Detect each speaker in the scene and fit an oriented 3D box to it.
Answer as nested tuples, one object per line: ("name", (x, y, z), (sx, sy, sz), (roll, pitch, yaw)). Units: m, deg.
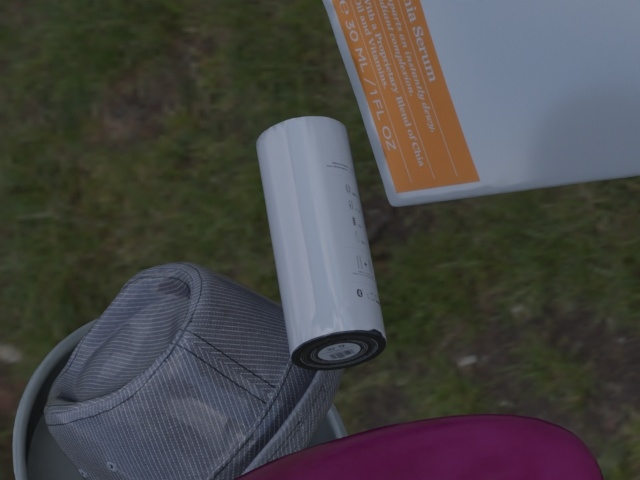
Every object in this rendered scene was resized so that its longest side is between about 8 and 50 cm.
("speaker", (0.000, 0.000, 1.065), (0.055, 0.055, 0.136), (-30, 59, 36))

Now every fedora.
("fedora", (-0.101, 0.102, 1.268), (0.124, 0.243, 0.275), (38, 161, -15))

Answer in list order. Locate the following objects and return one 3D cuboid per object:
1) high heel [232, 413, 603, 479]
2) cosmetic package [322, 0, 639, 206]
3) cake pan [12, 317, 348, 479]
("high heel", (-0.054, 0.153, 0.595), (0.127, 0.377, 0.181), (56, 165, 10))
("cosmetic package", (0.210, -0.171, 1.575), (0.453, 0.161, 0.230), (-8, 104, 56))
("cake pan", (-0.115, 0.193, 1.584), (0.293, 0.293, 0.054), (58, 147, 17))
